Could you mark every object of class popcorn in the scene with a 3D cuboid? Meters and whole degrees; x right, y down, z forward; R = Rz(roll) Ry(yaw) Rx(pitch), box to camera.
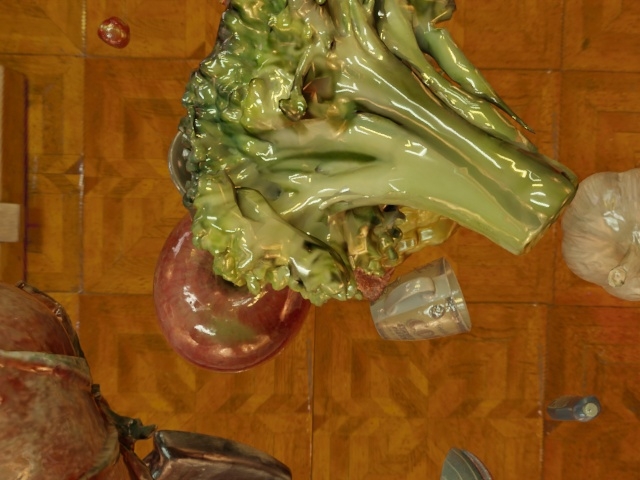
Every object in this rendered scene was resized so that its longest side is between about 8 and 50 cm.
[{"bbox_3d":[0.130,-0.081,0.904,0.206,0.237,0.251,18,101,25],"label":"popcorn"}]

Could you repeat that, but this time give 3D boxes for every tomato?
[{"bbox_3d":[-0.274,0.178,0.454,0.283,0.317,0.316,-27,92,-21],"label":"tomato"},{"bbox_3d":[-0.547,-0.554,1.593,0.087,0.087,0.075,32,106,-2],"label":"tomato"}]

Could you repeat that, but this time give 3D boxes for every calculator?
[{"bbox_3d":[-0.155,0.342,0.815,0.177,0.040,0.268,-46,133,11],"label":"calculator"}]

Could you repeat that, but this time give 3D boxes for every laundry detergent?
[{"bbox_3d":[0.698,0.458,1.633,0.097,0.206,0.061,-18,77,-6],"label":"laundry detergent"}]

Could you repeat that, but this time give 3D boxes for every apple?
[{"bbox_3d":[-0.170,0.090,1.192,0.345,0.269,0.344,1,79,-6],"label":"apple"}]

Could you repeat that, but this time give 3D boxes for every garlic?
[{"bbox_3d":[0.458,0.009,0.871,0.219,0.212,0.218,11,118,22],"label":"garlic"}]

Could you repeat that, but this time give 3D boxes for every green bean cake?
[{"bbox_3d":[0.109,0.067,1.454,0.135,0.056,0.135,28,91,-33],"label":"green bean cake"}]

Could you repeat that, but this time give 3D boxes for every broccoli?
[{"bbox_3d":[0.041,-0.074,0.380,0.244,0.263,0.246,32,131,23],"label":"broccoli"}]

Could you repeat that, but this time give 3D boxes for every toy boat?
[{"bbox_3d":[0.200,0.339,0.863,0.034,0.122,0.096,-53,47,21],"label":"toy boat"}]

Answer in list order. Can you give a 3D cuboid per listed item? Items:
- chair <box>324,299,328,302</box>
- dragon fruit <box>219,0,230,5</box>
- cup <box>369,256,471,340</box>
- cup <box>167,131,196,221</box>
[{"bbox_3d":[0.000,0.000,1.717,0.186,0.319,0.160,-34,127,10],"label":"chair"},{"bbox_3d":[-0.206,-0.591,1.416,0.083,0.060,0.056,-15,56,-39],"label":"dragon fruit"},{"bbox_3d":[0.271,0.185,1.726,0.257,0.301,0.227,-22,64,15],"label":"cup"},{"bbox_3d":[-0.093,-0.049,0.758,0.199,0.150,0.199,8,52,-10],"label":"cup"}]
